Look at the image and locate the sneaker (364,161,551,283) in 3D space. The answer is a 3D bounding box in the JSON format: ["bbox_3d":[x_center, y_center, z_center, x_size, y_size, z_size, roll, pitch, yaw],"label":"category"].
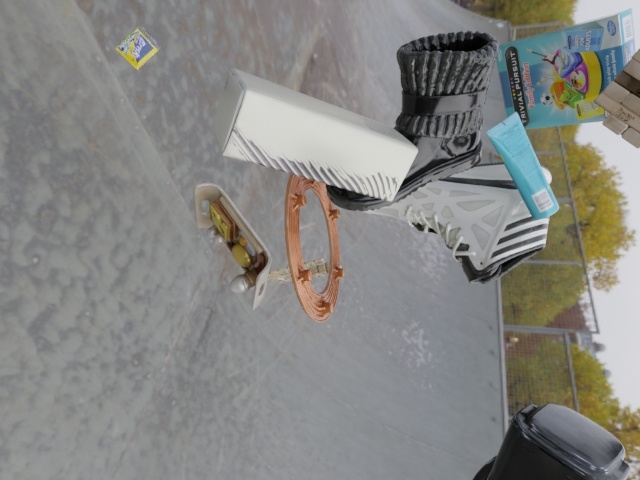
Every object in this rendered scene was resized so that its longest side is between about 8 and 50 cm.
[{"bbox_3d":[0.284,-0.035,1.087,0.169,0.448,0.257,41,53,-60],"label":"sneaker"}]

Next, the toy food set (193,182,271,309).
[{"bbox_3d":[-0.240,0.019,1.241,0.092,0.306,0.219,-30,161,-24],"label":"toy food set"}]

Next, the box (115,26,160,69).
[{"bbox_3d":[-0.369,-0.396,0.971,0.054,0.059,0.169,47,5,-29],"label":"box"}]

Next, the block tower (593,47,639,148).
[{"bbox_3d":[0.496,-0.280,0.591,0.097,0.091,0.335,-28,156,-52],"label":"block tower"}]

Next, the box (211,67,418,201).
[{"bbox_3d":[-0.006,-0.146,0.681,0.094,0.275,0.113,-65,-150,24],"label":"box"}]

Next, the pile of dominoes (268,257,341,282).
[{"bbox_3d":[-0.061,0.114,1.537,0.196,0.251,0.040,21,57,-63],"label":"pile of dominoes"}]

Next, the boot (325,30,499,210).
[{"bbox_3d":[0.155,-0.220,0.878,0.260,0.348,0.131,75,-12,-49],"label":"boot"}]

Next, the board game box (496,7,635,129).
[{"bbox_3d":[0.665,-0.447,1.300,0.079,0.336,0.253,-30,111,-30],"label":"board game box"}]

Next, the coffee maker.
[{"bbox_3d":[0.222,0.275,0.479,0.171,0.120,0.178,-24,132,-66],"label":"coffee maker"}]

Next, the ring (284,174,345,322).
[{"bbox_3d":[0.000,0.000,0.987,0.336,0.032,0.336,-5,90,-73],"label":"ring"}]

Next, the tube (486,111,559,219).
[{"bbox_3d":[0.396,-0.140,0.921,0.080,0.052,0.207,-37,105,-19],"label":"tube"}]
